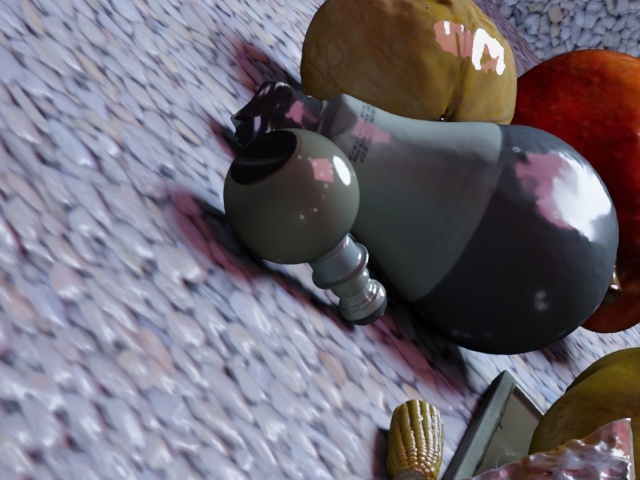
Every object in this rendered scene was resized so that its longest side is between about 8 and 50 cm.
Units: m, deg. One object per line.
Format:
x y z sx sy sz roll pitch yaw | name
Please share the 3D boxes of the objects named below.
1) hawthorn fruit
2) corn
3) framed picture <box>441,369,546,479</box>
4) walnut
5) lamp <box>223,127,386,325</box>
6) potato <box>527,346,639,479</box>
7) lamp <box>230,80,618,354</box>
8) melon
0.270 -0.036 1.519 0.265 0.265 0.307 39 33 -28 | hawthorn fruit
0.059 0.128 0.951 0.037 0.037 0.092 45 20 -11 | corn
0.189 0.225 1.084 0.247 0.022 0.335 48 16 2 | framed picture
0.078 -0.150 1.387 0.195 0.195 0.222 39 22 -30 | walnut
0.000 0.000 1.036 0.163 0.091 0.091 57 8 -34 | lamp
0.236 0.175 0.983 0.195 0.176 0.369 44 21 -7 | potato
0.095 -0.045 1.201 0.314 0.182 0.182 42 16 -6 | lamp
0.120 0.164 0.789 0.202 0.093 0.139 -11 38 -28 | melon
